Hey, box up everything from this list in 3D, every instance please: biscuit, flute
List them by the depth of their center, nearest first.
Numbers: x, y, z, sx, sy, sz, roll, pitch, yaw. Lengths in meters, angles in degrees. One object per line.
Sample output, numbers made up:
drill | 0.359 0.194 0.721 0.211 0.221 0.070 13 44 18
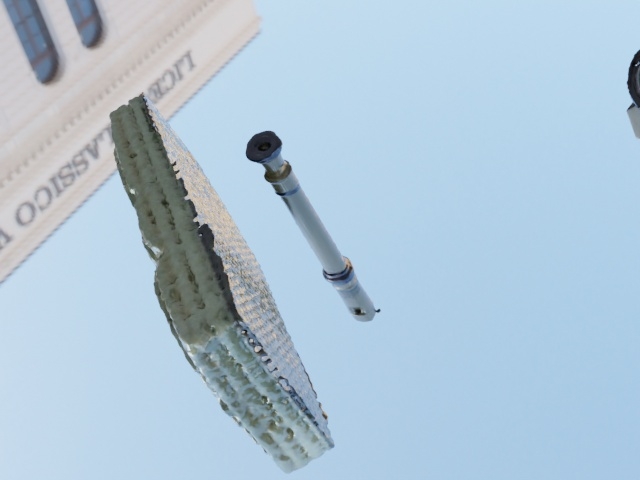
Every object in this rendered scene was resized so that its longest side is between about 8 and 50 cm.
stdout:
biscuit | -0.074 0.020 0.617 0.052 0.150 0.252 -29 -136 1
flute | 0.000 0.000 0.691 0.027 0.233 0.027 -11 -125 16

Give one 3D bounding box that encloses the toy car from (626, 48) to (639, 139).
toy car | 0.397 -0.158 0.753 0.193 0.118 0.301 -11 173 -33
